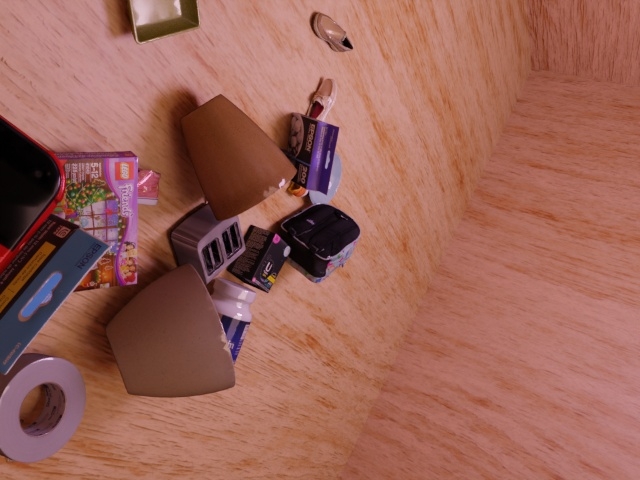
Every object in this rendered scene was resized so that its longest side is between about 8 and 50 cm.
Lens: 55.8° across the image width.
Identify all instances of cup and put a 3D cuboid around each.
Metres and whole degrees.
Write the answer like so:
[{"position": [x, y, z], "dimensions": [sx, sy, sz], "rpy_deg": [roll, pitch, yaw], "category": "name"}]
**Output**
[{"position": [-0.380, 0.247, 1.470], "dimensions": [0.237, 0.331, 0.331], "rpy_deg": [-20, 129, -21], "category": "cup"}]

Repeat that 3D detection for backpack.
[{"position": [0.000, 0.000, 1.989], "dimensions": [0.253, 0.225, 0.191], "rpy_deg": [-39, 157, -39], "category": "backpack"}]

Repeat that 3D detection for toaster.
[{"position": [-0.298, 0.002, 1.607], "dimensions": [0.168, 0.110, 0.185], "rpy_deg": [-45, 142, -38], "category": "toaster"}]

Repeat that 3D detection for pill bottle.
[{"position": [-0.287, 0.250, 1.735], "dimensions": [0.153, 0.153, 0.264], "rpy_deg": [25, 85, -60], "category": "pill bottle"}]

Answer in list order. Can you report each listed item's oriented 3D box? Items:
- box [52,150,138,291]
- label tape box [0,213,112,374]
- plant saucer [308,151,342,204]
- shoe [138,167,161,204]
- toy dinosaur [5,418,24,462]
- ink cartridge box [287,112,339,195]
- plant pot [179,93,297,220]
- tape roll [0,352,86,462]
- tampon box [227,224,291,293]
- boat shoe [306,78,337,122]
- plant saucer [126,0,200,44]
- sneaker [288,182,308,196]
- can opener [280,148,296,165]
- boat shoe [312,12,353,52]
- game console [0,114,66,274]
[{"position": [-0.486, -0.037, 1.252], "dimensions": [0.201, 0.057, 0.293], "rpy_deg": [-7, 116, -32], "category": "box"}, {"position": [-0.526, 0.066, 1.026], "dimensions": [0.249, 0.348, 0.115], "rpy_deg": [-58, 153, -21], "category": "label tape box"}, {"position": [0.005, -0.212, 2.054], "dimensions": [0.195, 0.037, 0.195], "rpy_deg": [-36, 136, -44], "category": "plant saucer"}, {"position": [-0.431, -0.126, 1.362], "dimensions": [0.178, 0.063, 0.081], "rpy_deg": [0, 103, -62], "category": "shoe"}, {"position": [-0.693, 0.442, 1.299], "dimensions": [0.092, 0.053, 0.183], "rpy_deg": [43, 62, -43], "category": "toy dinosaur"}, {"position": [-0.032, -0.259, 1.795], "dimensions": [0.045, 0.208, 0.206], "rpy_deg": [-2, 111, -35], "category": "ink cartridge box"}, {"position": [-0.222, -0.217, 1.475], "dimensions": [0.237, 0.237, 0.254], "rpy_deg": [-46, 113, -36], "category": "plant pot"}, {"position": [-0.613, 0.354, 1.289], "dimensions": [0.219, 0.072, 0.219], "rpy_deg": [-10, 101, -61], "category": "tape roll"}, {"position": [-0.184, 0.056, 1.838], "dimensions": [0.161, 0.101, 0.120], "rpy_deg": [-63, 151, -12], "category": "tampon box"}, {"position": [0.002, -0.429, 1.888], "dimensions": [0.059, 0.063, 0.170], "rpy_deg": [11, 99, -66], "category": "boat shoe"}, {"position": [-0.343, -0.528, 1.272], "dimensions": [0.188, 0.045, 0.188], "rpy_deg": [-38, 138, -44], "category": "plant saucer"}, {"position": [-0.048, -0.225, 1.934], "dimensions": [0.067, 0.064, 0.175], "rpy_deg": [23, 85, -51], "category": "sneaker"}, {"position": [-0.187, -0.206, 1.728], "dimensions": [0.095, 0.076, 0.283], "rpy_deg": [-48, 163, 30], "category": "can opener"}, {"position": [0.046, -0.628, 1.830], "dimensions": [0.190, 0.072, 0.068], "rpy_deg": [15, 95, -60], "category": "boat shoe"}, {"position": [-0.620, -0.089, 0.885], "dimensions": [0.386, 0.060, 0.342], "rpy_deg": [40, 74, -22], "category": "game console"}]
